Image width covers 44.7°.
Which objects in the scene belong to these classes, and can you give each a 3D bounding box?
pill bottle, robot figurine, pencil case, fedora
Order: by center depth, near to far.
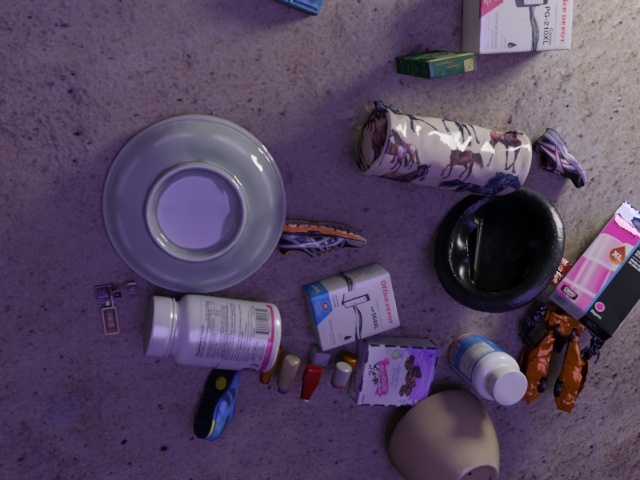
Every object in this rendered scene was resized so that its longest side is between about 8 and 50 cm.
[{"bbox_3d":[-0.244,0.205,1.741,0.283,0.160,0.160,9,102,-19],"label":"pill bottle"},{"bbox_3d":[0.283,-0.208,1.783,0.410,0.160,0.183,7,61,-21],"label":"pencil case"},{"bbox_3d":[0.438,0.036,1.888,0.334,0.334,0.152,-41,148,-3],"label":"fedora"},{"bbox_3d":[0.420,0.324,1.944,0.124,0.221,0.124,-5,107,-16],"label":"pill bottle"},{"bbox_3d":[0.623,0.298,2.053,0.211,0.085,0.291,13,102,11],"label":"robot figurine"}]

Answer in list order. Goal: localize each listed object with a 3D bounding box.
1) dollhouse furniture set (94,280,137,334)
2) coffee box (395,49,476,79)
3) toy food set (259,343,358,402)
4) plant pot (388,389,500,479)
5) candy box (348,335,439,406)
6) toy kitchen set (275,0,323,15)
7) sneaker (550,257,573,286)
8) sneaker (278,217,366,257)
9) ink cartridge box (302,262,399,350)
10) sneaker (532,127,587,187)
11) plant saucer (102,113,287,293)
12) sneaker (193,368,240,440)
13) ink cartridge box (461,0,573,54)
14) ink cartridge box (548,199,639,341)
[{"bbox_3d":[-0.443,0.158,1.709,0.091,0.081,0.114,-8,107,-15],"label":"dollhouse furniture set"},{"bbox_3d":[0.251,-0.390,1.714,0.113,0.184,0.040,-13,109,-13],"label":"coffee box"},{"bbox_3d":[-0.024,0.323,1.872,0.232,0.111,0.104,8,114,-20],"label":"toy food set"},{"bbox_3d":[0.341,0.549,1.963,0.284,0.191,0.284,-13,124,-19],"label":"plant pot"},{"bbox_3d":[0.184,0.329,1.954,0.196,0.070,0.165,5,104,-19],"label":"candy box"},{"bbox_3d":[-0.014,-0.581,1.590,0.122,0.166,0.207,15,100,-20],"label":"toy kitchen set"},{"bbox_3d":[0.637,0.124,2.032,0.221,0.128,0.087,34,65,11],"label":"sneaker"},{"bbox_3d":[0.000,0.000,1.806,0.215,0.084,0.083,6,103,-8],"label":"sneaker"},{"bbox_3d":[0.074,0.158,1.866,0.203,0.086,0.148,-17,109,-11],"label":"ink cartridge box"},{"bbox_3d":[0.592,-0.195,1.946,0.077,0.072,0.178,-39,105,9],"label":"sneaker"},{"bbox_3d":[-0.266,-0.066,1.667,0.400,0.100,0.400,-2,104,-9],"label":"plant saucer"},{"bbox_3d":[-0.232,0.376,1.853,0.082,0.069,0.209,22,89,-54],"label":"sneaker"},{"bbox_3d":[0.453,-0.520,1.785,0.237,0.100,0.172,-6,107,-15],"label":"ink cartridge box"},{"bbox_3d":[0.753,0.063,1.964,0.176,0.069,0.371,40,68,11],"label":"ink cartridge box"}]
